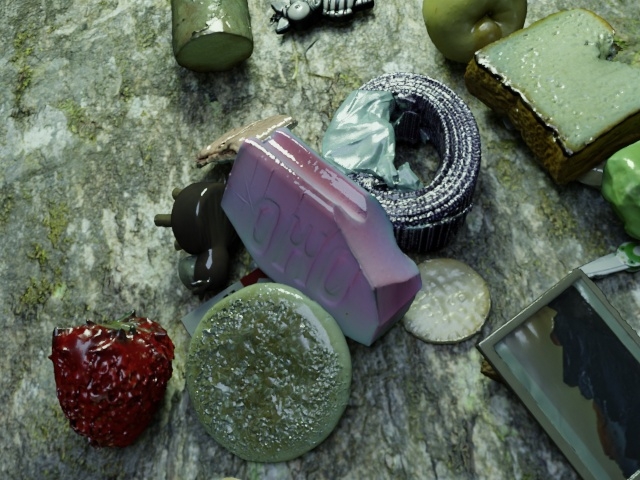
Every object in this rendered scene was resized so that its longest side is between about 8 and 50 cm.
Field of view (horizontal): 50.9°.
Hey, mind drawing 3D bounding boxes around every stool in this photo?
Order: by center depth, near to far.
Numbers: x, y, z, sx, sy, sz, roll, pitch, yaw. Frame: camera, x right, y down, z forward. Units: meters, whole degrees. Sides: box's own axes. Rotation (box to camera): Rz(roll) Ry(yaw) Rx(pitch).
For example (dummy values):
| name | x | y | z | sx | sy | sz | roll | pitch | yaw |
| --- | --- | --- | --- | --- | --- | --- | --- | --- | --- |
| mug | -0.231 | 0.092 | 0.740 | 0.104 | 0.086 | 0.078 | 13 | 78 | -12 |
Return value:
| name | x | y | z | sx | sy | sz | roll | pitch | yaw |
| --- | --- | --- | --- | --- | --- | --- | --- | --- | --- |
| stool | -0.200 | -0.007 | 1.123 | 0.121 | 0.125 | 0.217 | -2 | 78 | 30 |

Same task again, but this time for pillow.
| name | x | y | z | sx | sy | sz | roll | pitch | yaw |
| --- | --- | --- | --- | --- | --- | --- | --- | --- | --- |
| pillow | -0.134 | -0.170 | 1.161 | 0.126 | 0.043 | 0.232 | -37 | 19 | -23 |

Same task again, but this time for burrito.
| name | x | y | z | sx | sy | sz | roll | pitch | yaw |
| --- | --- | --- | --- | --- | --- | --- | --- | --- | --- |
| burrito | 0.438 | -0.115 | 1.094 | 0.188 | 0.045 | 0.058 | 25 | 78 | 20 |

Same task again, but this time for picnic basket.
| name | x | y | z | sx | sy | sz | roll | pitch | yaw |
| --- | --- | --- | --- | --- | --- | --- | --- | --- | --- |
| picnic basket | 0.269 | 0.161 | 0.955 | 0.072 | 0.072 | 0.083 | 19 | 76 | 20 |

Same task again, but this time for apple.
| name | x | y | z | sx | sy | sz | roll | pitch | yaw |
| --- | --- | --- | --- | --- | --- | --- | --- | --- | --- |
| apple | 0.276 | -0.421 | 1.220 | 0.199 | 0.200 | 0.200 | -5 | 60 | 8 |

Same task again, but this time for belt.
| name | x | y | z | sx | sy | sz | roll | pitch | yaw |
| --- | --- | --- | --- | --- | --- | --- | --- | --- | --- |
| belt | 0.134 | -0.139 | 1.125 | 0.260 | 0.122 | 0.325 | 1 | 61 | 7 |

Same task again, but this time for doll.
| name | x | y | z | sx | sy | sz | roll | pitch | yaw |
| --- | --- | --- | --- | --- | --- | --- | --- | --- | --- |
| doll | -0.001 | -0.475 | 1.370 | 0.219 | 0.067 | 0.091 | -11 | 64 | 7 |

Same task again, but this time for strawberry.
| name | x | y | z | sx | sy | sz | roll | pitch | yaw |
| --- | --- | --- | --- | --- | --- | --- | --- | --- | --- |
| strawberry | -0.303 | 0.207 | 0.994 | 0.184 | 0.187 | 0.202 | -5 | 87 | -18 |

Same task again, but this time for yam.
| name | x | y | z | sx | sy | sz | roll | pitch | yaw |
| --- | --- | --- | --- | --- | --- | --- | --- | --- | --- |
| yam | -0.223 | -0.463 | 1.350 | 0.167 | 0.168 | 0.305 | -13 | 60 | 4 |

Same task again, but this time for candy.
| name | x | y | z | sx | sy | sz | roll | pitch | yaw |
| --- | --- | --- | --- | --- | --- | --- | --- | --- | --- |
| candy | 0.588 | -0.117 | 1.006 | 0.343 | 0.132 | 0.142 | -22 | 42 | -10 |

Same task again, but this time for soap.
| name | x | y | z | sx | sy | sz | roll | pitch | yaw |
| --- | --- | --- | --- | --- | --- | --- | --- | --- | --- |
| soap | 0.000 | 0.000 | 1.020 | 0.323 | 0.193 | 0.109 | 39 | 40 | 18 |

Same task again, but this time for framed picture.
| name | x | y | z | sx | sy | sz | roll | pitch | yaw |
| --- | --- | --- | --- | --- | --- | --- | --- | --- | --- |
| framed picture | 0.365 | 0.192 | 0.906 | 0.192 | 0.018 | 0.265 | -36 | 79 | -11 |

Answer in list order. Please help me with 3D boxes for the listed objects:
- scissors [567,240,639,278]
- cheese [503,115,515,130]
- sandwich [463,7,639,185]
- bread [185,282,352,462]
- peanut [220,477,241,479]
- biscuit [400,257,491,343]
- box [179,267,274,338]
| name | x | y | z | sx | sy | sz | roll | pitch | yaw |
| --- | --- | --- | --- | --- | --- | --- | --- | --- | --- |
| scissors | 0.472 | 0.024 | 1.019 | 0.204 | 0.027 | 0.101 | -17 | 55 | 1 |
| cheese | 0.411 | -0.231 | 1.167 | 0.192 | 0.037 | 0.097 | -16 | 58 | 1 |
| sandwich | 0.411 | -0.252 | 1.102 | 0.248 | 0.095 | 0.273 | -28 | 57 | -8 |
| bread | -0.083 | 0.189 | 0.980 | 0.266 | 0.040 | 0.267 | -3 | 80 | 17 |
| peanut | -0.132 | 0.412 | 0.893 | 0.082 | 0.082 | 0.187 | -4 | 59 | 9 |
| biscuit | 0.188 | 0.091 | 1.041 | 0.151 | 0.020 | 0.152 | -5 | 61 | 8 |
| box | -0.121 | 0.123 | 1.075 | 0.177 | 0.036 | 0.115 | -33 | 61 | -8 |
